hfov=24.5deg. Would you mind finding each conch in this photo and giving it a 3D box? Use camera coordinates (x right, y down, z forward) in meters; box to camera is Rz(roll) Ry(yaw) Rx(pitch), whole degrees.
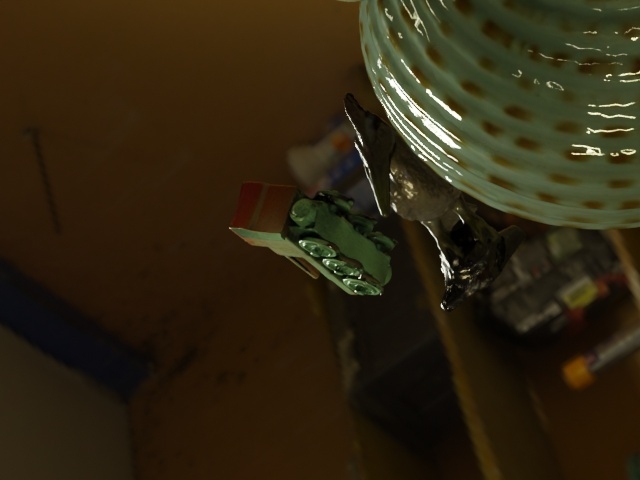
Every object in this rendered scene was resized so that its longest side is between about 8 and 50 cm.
[{"bbox_3d":[0.090,-0.068,0.531,0.172,0.131,0.200,34,-165,7],"label":"conch"}]

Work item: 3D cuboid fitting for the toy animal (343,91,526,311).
[{"bbox_3d":[0.064,-0.032,0.953,0.202,0.070,0.105,41,-162,-47],"label":"toy animal"}]

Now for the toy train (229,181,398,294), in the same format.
[{"bbox_3d":[0.000,0.000,1.504,0.176,0.118,0.074,39,-117,-51],"label":"toy train"}]
